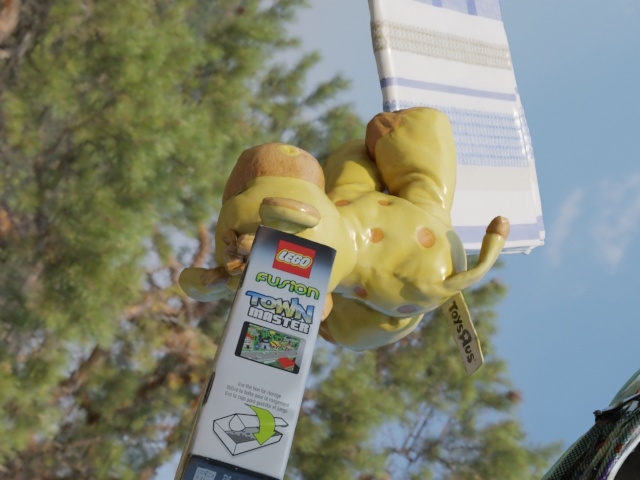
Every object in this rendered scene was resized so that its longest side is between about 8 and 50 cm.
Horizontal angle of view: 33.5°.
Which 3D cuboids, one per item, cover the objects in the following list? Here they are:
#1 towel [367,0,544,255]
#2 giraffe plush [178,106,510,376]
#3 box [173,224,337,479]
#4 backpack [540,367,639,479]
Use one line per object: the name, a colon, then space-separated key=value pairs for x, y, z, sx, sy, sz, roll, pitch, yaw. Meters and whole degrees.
towel: x=0.117 y=-0.123 z=0.949 sx=0.034 sy=0.209 sz=0.285 roll=-14 pitch=-97 yaw=41
giraffe plush: x=0.000 y=0.000 z=0.709 sx=0.181 sy=0.171 sz=0.210 roll=-64 pitch=-146 yaw=26
box: x=-0.045 y=0.101 z=0.482 sx=0.207 sy=0.036 sz=0.114 roll=112 pitch=-6 yaw=-49
backpack: x=0.274 y=0.192 z=0.732 sx=0.253 sy=0.225 sz=0.191 roll=-43 pitch=-179 yaw=-26
